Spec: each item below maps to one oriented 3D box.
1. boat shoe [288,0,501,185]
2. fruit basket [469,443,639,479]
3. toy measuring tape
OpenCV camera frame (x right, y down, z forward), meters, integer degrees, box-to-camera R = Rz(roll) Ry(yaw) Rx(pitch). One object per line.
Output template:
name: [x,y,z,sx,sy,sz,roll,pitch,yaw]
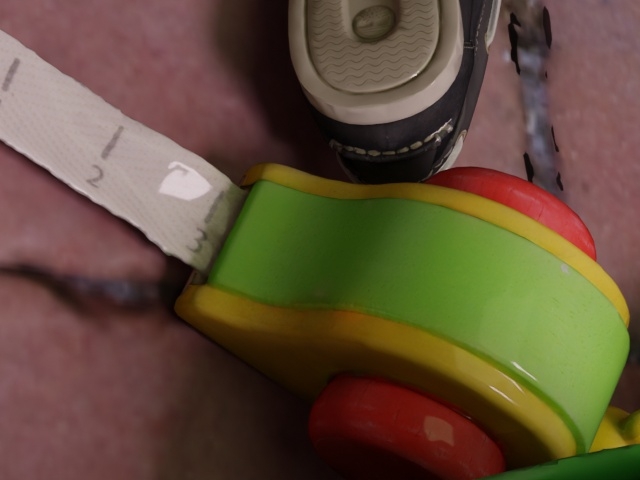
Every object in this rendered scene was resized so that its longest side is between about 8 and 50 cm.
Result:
boat shoe: [0.032,-0.122,0.750,0.079,0.084,0.233,62,29,-51]
fruit basket: [0.053,0.233,0.471,0.392,0.283,0.392,26,55,-44]
toy measuring tape: [0.000,0.000,0.632,0.330,0.121,0.121,36,54,-22]
